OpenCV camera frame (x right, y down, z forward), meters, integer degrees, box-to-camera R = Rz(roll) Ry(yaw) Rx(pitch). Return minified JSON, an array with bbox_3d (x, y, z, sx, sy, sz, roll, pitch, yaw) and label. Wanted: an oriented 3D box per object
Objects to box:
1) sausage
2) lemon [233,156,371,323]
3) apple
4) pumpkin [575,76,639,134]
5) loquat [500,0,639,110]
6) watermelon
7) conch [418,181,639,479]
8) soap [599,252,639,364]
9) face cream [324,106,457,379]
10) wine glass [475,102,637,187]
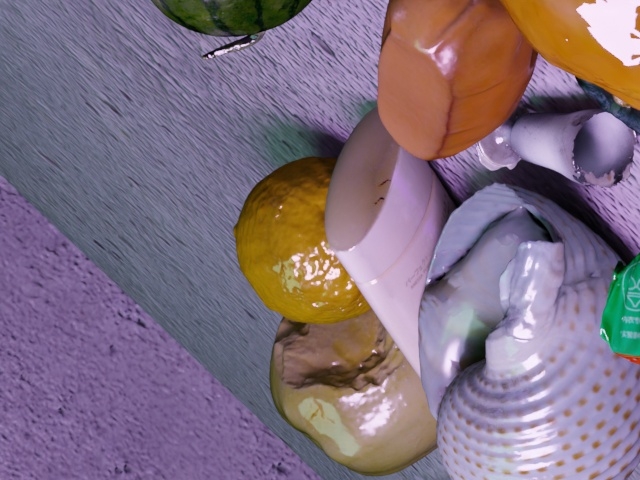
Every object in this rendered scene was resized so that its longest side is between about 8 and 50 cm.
[{"bbox_3d":[0.115,-0.157,1.633,0.120,0.136,0.241,41,166,15],"label":"sausage"},{"bbox_3d":[0.000,0.000,2.210,0.192,0.192,0.231,45,165,-13],"label":"lemon"},{"bbox_3d":[0.070,0.145,2.354,0.279,0.279,0.279,38,164,13],"label":"apple"},{"bbox_3d":[0.251,-0.141,1.355,0.202,0.140,0.202,35,161,14],"label":"pumpkin"},{"bbox_3d":[0.214,-0.213,0.935,0.328,0.328,0.328,38,164,13],"label":"loquat"},{"bbox_3d":[-0.074,-0.259,1.702,0.188,0.188,0.215,23,143,48],"label":"watermelon"},{"bbox_3d":[0.223,0.103,1.912,0.303,0.215,0.319,-113,35,-46],"label":"conch"},{"bbox_3d":[0.349,0.056,1.434,0.218,0.098,0.273,14,173,-30],"label":"soap"},{"bbox_3d":[0.111,0.034,2.089,0.081,0.173,0.348,-1,141,35],"label":"face cream"},{"bbox_3d":[0.206,-0.087,1.732,0.072,0.072,0.155,50,163,-27],"label":"wine glass"}]
